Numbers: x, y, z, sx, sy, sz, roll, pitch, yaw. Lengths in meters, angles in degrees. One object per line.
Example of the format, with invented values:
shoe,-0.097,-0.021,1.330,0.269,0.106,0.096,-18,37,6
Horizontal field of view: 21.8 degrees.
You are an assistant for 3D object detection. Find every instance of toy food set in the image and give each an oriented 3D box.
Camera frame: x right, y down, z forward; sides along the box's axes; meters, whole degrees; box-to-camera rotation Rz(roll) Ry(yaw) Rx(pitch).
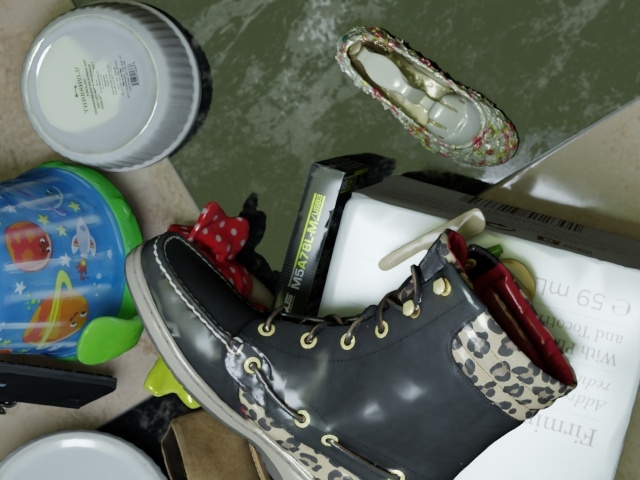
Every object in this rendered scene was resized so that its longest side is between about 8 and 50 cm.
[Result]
toy food set,0.149,0.072,1.592,0.132,0.038,0.192,-26,95,18

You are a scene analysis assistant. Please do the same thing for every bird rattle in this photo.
bird rattle,-0.109,0.093,1.904,0.143,0.253,0.207,-31,126,22

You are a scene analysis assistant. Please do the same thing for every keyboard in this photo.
keyboard,-0.410,0.162,1.935,0.201,0.317,0.033,-27,58,49

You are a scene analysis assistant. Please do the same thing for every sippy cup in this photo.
sippy cup,-0.357,0.032,1.887,0.306,0.224,0.240,-9,89,34

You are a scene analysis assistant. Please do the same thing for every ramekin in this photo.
ramekin,-0.279,0.342,1.913,0.273,0.127,0.272,3,59,-5
ramekin,-0.251,-0.181,1.940,0.207,0.109,0.207,1,94,11

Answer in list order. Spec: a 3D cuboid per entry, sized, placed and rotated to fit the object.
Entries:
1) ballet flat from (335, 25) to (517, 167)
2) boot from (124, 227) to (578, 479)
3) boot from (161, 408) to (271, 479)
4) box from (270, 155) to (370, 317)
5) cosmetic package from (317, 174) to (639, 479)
ballet flat,0.114,-0.159,1.887,0.241,0.077,0.091,33,99,6
boot,0.026,0.085,1.536,0.284,0.138,0.377,-39,90,24
boot,-0.095,0.326,1.887,0.112,0.115,0.305,-54,49,40
box,0.000,0.000,1.865,0.045,0.191,0.184,15,98,9
cosmetic package,0.163,0.165,1.778,0.330,0.327,0.393,15,98,9
